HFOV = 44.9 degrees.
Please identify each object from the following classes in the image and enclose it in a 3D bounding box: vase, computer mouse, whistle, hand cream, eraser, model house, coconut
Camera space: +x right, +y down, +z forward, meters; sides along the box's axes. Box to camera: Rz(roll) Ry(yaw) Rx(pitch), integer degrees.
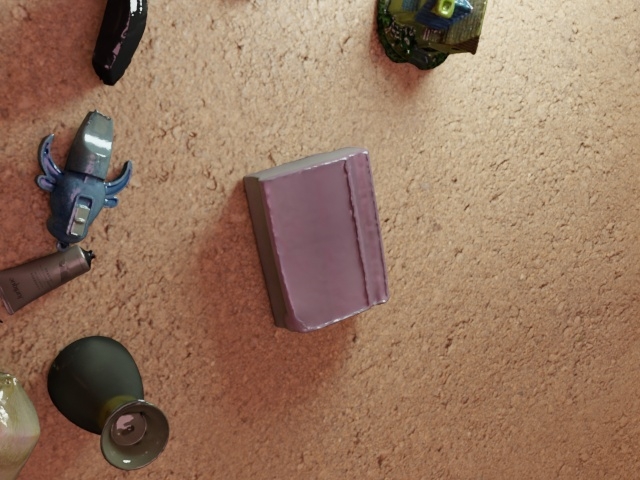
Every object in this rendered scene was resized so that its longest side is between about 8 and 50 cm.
[{"bbox_3d":[-0.385,0.302,1.424,0.173,0.321,0.173,-7,105,-29],"label":"vase"},{"bbox_3d":[-0.359,-0.388,1.413,0.073,0.122,0.217,16,92,-8],"label":"computer mouse"},{"bbox_3d":[-0.447,-0.109,1.445,0.180,0.093,0.269,19,84,-38],"label":"whistle"},{"bbox_3d":[-0.515,0.063,1.460,0.186,0.054,0.087,-26,108,-16],"label":"hand cream"},{"bbox_3d":[0.000,0.000,1.705,0.272,0.122,0.359,-18,109,-26],"label":"eraser"},{"bbox_3d":[0.254,-0.487,1.712,0.214,0.189,0.195,14,91,-33],"label":"model house"},{"bbox_3d":[-0.613,0.331,1.358,0.227,0.227,0.230,29,85,-32],"label":"coconut"}]

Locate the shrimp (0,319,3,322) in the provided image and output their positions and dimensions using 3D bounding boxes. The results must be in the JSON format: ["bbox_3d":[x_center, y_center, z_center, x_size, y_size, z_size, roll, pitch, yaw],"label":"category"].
[{"bbox_3d":[-0.673,0.017,1.284,0.372,0.172,0.137,33,78,-24],"label":"shrimp"}]
